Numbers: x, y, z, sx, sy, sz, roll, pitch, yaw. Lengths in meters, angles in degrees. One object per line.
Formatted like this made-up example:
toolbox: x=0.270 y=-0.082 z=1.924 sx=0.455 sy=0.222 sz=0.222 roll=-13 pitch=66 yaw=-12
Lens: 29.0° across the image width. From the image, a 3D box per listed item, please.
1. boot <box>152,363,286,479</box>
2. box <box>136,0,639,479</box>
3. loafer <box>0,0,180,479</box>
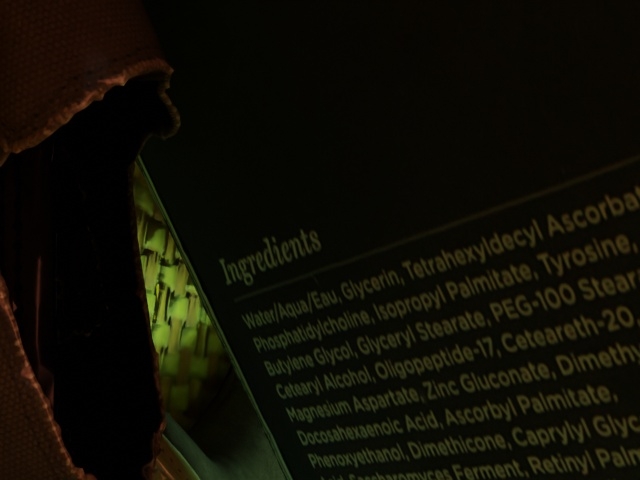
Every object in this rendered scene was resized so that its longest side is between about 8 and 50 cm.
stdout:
boot: x=-0.056 y=0.109 z=0.627 sx=0.206 sy=0.090 sz=0.248 roll=-79 pitch=155 yaw=-49
box: x=0.219 y=-0.021 z=0.558 sx=0.480 sy=0.297 sz=0.471 roll=-28 pitch=92 yaw=-36
loafer: x=-0.098 y=-0.071 z=0.408 sx=0.134 sy=0.130 sz=0.365 roll=-27 pitch=118 yaw=-63
